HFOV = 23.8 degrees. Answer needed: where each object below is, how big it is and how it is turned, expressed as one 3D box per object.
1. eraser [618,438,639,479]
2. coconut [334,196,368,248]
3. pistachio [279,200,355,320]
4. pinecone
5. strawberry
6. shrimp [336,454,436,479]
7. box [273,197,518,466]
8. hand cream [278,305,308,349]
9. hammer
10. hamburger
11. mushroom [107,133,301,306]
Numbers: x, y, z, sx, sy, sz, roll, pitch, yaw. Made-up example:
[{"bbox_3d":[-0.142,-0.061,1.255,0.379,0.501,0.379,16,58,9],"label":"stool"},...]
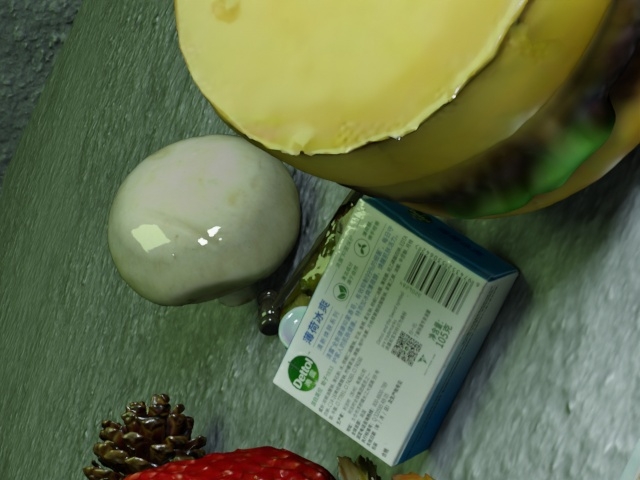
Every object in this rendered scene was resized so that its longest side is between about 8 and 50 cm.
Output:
[{"bbox_3d":[0.226,0.165,1.000,0.083,0.019,0.038,-127,55,-66],"label":"eraser"},{"bbox_3d":[0.066,0.016,1.410,0.124,0.110,0.110,-104,36,-58],"label":"coconut"},{"bbox_3d":[0.007,0.034,1.641,0.173,0.049,0.089,-61,-2,35],"label":"pistachio"},{"bbox_3d":[-0.211,0.272,1.872,0.173,0.173,0.174,-52,29,44],"label":"pinecone"},{"bbox_3d":[-0.097,0.285,1.428,0.205,0.244,0.205,-166,90,-70],"label":"strawberry"},{"bbox_3d":[0.066,0.257,1.286,0.150,0.068,0.249,-61,31,15],"label":"shrimp"},{"bbox_3d":[0.064,0.076,1.319,0.139,0.073,0.194,34,112,23],"label":"box"},{"bbox_3d":[0.006,0.121,1.477,0.174,0.047,0.076,58,-144,-58],"label":"hand cream"},{"bbox_3d":[0.000,0.000,1.729,0.292,0.029,0.058,-55,29,37],"label":"hammer"},{"bbox_3d":[0.097,-0.195,1.165,0.395,0.277,0.396,-10,73,37],"label":"hamburger"},{"bbox_3d":[-0.133,-0.011,1.850,0.246,0.202,0.246,-18,34,13],"label":"mushroom"}]
